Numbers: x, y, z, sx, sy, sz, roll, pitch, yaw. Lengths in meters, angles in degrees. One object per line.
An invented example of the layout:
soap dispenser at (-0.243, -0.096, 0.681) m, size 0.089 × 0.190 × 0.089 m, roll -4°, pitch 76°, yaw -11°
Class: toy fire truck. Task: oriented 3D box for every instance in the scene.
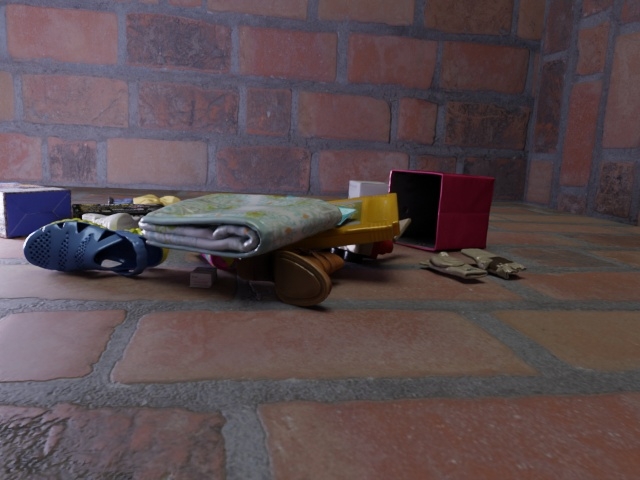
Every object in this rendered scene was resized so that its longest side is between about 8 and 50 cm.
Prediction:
toy fire truck at (0.136, -0.014, 1.631) m, size 0.246 × 0.158 × 0.217 m, roll 10°, pitch 3°, yaw -38°

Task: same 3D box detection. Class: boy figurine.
boy figurine at (-0.715, -0.140, 2.213) m, size 0.285 × 0.092 × 0.177 m, roll 0°, pitch 10°, yaw -22°

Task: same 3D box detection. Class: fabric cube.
fabric cube at (0.411, -0.109, 1.893) m, size 0.258 × 0.258 × 0.254 m, roll -1°, pitch 10°, yaw -35°

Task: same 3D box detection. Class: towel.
towel at (-0.186, -0.049, 1.266) m, size 0.375 × 0.090 × 0.321 m, roll 7°, pitch 18°, yaw 31°

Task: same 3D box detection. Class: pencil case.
pencil case at (-0.271, 0.011, 1.446) m, size 0.105 × 0.104 × 0.236 m, roll -2°, pitch 10°, yaw -27°

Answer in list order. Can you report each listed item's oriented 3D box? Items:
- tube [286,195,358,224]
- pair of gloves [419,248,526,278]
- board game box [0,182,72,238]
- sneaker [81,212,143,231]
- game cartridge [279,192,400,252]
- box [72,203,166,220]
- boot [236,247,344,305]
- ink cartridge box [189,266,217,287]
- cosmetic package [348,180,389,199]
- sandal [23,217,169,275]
tube at (-0.008, -0.076, 1.403) m, size 0.207 × 0.052 × 0.080 m, roll 15°, pitch 46°, yaw 39°
pair of gloves at (0.418, 0.069, 1.484) m, size 0.240 × 0.042 × 0.204 m, roll -5°, pitch 16°, yaw -29°
board game box at (-1.004, -0.105, 1.766) m, size 0.291 × 0.141 × 0.232 m, roll 8°, pitch 11°, yaw 28°
sneaker at (-0.627, -0.027, 1.574) m, size 0.169 × 0.108 × 0.292 m, roll 0°, pitch 0°, yaw -8°
game cartridge at (0.046, -0.053, 1.438) m, size 0.324 × 0.052 × 0.285 m, roll -9°, pitch 20°, yaw 9°
box at (-0.696, -0.081, 1.918) m, size 0.322 × 0.079 × 0.257 m, roll -2°, pitch 9°, yaw -28°
boot at (-0.023, 0.073, 1.208) m, size 0.220 × 0.108 × 0.284 m, roll -1°, pitch 2°, yaw -44°
ink cartridge box at (-0.266, 0.083, 1.228) m, size 0.048 × 0.028 × 0.083 m, roll 3°, pitch 10°, yaw -1°
cosmetic package at (0.211, -0.162, 2.342) m, size 0.152 × 0.183 × 0.151 m, roll 1°, pitch 10°, yaw -15°
sandal at (-0.519, 0.021, 1.259) m, size 0.318 × 0.126 × 0.138 m, roll -1°, pitch 14°, yaw -13°
